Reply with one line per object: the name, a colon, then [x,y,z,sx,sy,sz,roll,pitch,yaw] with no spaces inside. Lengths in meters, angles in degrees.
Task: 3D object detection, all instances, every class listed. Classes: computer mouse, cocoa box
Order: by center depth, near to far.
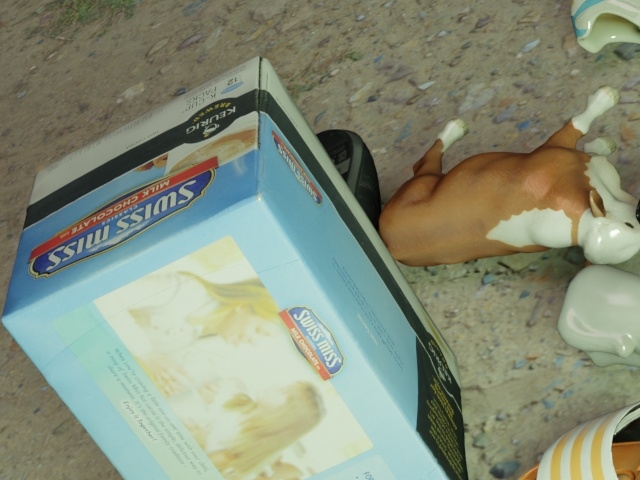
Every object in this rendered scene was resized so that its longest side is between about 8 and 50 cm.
cocoa box: [-0.057,0.080,1.436,0.231,0.347,0.228,-25,29,15]
computer mouse: [0.000,0.000,1.814,0.188,0.072,0.272,-23,37,29]

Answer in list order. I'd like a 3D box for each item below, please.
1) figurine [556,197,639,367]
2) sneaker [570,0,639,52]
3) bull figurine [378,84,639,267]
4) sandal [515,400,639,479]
figurine: [0.326,0.030,1.421,0.209,0.092,0.215,8,48,45]
sneaker: [0.368,-0.245,1.830,0.228,0.087,0.092,-6,64,29]
bull figurine: [0.190,-0.045,1.655,0.310,0.101,0.188,-5,36,40]
sandal: [0.242,0.156,1.304,0.265,0.076,0.102,-14,33,30]
